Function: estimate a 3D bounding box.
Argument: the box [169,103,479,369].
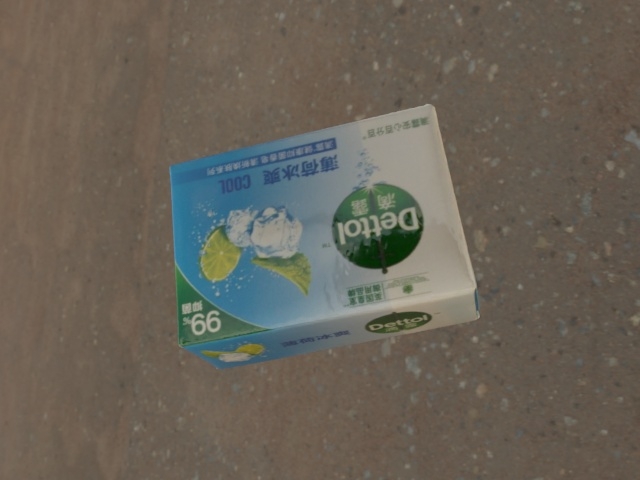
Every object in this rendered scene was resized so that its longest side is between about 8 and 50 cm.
[{"bbox_3d":[0.000,0.000,0.489,0.194,0.073,0.139,-12,66,9],"label":"box"}]
